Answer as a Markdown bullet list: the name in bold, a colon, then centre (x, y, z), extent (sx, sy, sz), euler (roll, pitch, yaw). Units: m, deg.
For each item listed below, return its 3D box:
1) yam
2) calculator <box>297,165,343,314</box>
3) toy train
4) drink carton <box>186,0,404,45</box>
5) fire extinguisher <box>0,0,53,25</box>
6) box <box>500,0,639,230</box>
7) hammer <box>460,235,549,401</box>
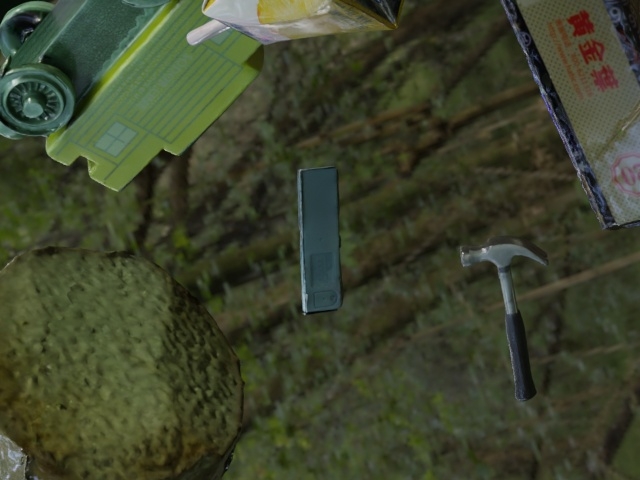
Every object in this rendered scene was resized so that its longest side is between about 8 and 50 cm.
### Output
- **yam**: centre (-0.147, 0.152, 0.698), extent (0.161, 0.161, 0.268), euler (-106, 36, -54)
- **calculator**: centre (0.000, 0.000, 1.490), extent (0.018, 0.057, 0.171), euler (11, 106, 55)
- **toy train**: centre (-0.220, -0.250, 1.577), extent (0.272, 0.442, 0.179), euler (28, -146, -32)
- **drink carton**: centre (-0.027, -0.180, 0.908), extent (0.084, 0.200, 0.074), euler (19, -99, -40)
- **fire extinguisher**: centre (-0.521, -0.299, 1.792), extent (0.095, 0.311, 0.114), euler (46, 156, 18)
- **box**: centre (0.203, -0.187, 0.905), extent (0.310, 0.084, 0.198), euler (62, -143, -15)
- **hammer**: centre (0.249, 0.102, 1.606), extent (0.029, 0.103, 0.246), euler (-85, -19, -59)
